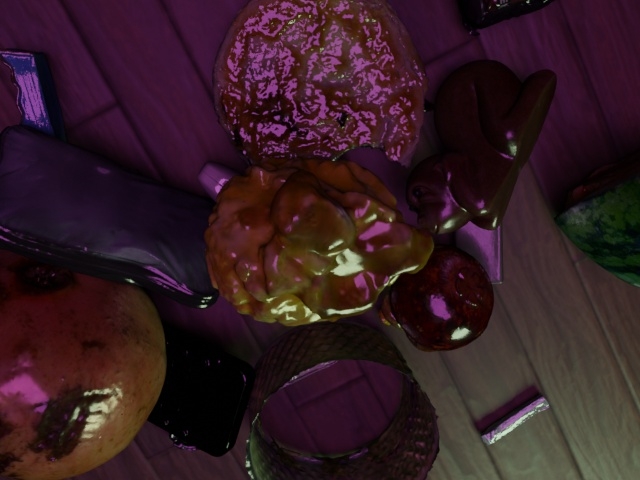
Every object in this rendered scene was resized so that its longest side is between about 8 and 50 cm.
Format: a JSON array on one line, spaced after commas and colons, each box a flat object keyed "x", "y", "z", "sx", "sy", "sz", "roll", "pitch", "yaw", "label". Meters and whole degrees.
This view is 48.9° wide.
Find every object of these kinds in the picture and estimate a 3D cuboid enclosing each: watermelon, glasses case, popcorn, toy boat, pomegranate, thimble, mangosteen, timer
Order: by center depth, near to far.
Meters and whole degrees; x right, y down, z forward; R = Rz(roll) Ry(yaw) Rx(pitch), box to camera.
[{"x": 0.000, "y": 0.000, "z": 0.834, "sx": 0.251, "sy": 0.237, "sz": 0.205, "roll": 1, "pitch": 87, "yaw": 31, "label": "popcorn"}, {"x": -0.360, "y": 0.145, "z": 0.898, "sx": 0.322, "sy": 0.322, "sz": 0.322, "roll": -1, "pitch": 104, "yaw": -4, "label": "pomegranate"}, {"x": -0.390, "y": -0.162, "z": 0.932, "sx": 0.077, "sy": 0.075, "sz": 0.185, "roll": -10, "pitch": 110, "yaw": -4, "label": "toy boat"}, {"x": -0.070, "y": -0.031, "z": 0.980, "sx": 0.233, "sy": 0.092, "sz": 0.059, "roll": 37, "pitch": 92, "yaw": -11, "label": "glasses case"}, {"x": 0.164, "y": 0.088, "z": 1.000, "sx": 0.146, "sy": 0.181, "sz": 0.156, "roll": 12, "pitch": 61, "yaw": -4, "label": "mangosteen"}, {"x": 0.491, "y": -0.006, "z": 1.005, "sx": 0.222, "sy": 0.319, "sz": 0.292, "roll": -31, "pitch": 100, "yaw": 40, "label": "watermelon"}, {"x": 0.022, "y": 0.257, "z": 1.017, "sx": 0.271, "sy": 0.150, "sz": 0.270, "roll": -3, "pitch": 108, "yaw": -8, "label": "thimble"}, {"x": -0.191, "y": 0.212, "z": 1.022, "sx": 0.187, "sy": 0.055, "sz": 0.144, "roll": 22, "pitch": 105, "yaw": 19, "label": "timer"}, {"x": 0.229, "y": -0.028, "z": 1.027, "sx": 0.072, "sy": 0.042, "sz": 0.190, "roll": -3, "pitch": 105, "yaw": 5, "label": "glasses case"}]

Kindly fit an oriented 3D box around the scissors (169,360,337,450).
[{"x": -0.101, "y": 0.235, "z": 1.083, "sx": 0.300, "sy": 0.022, "sz": 0.109, "roll": -22, "pitch": 109, "yaw": 2, "label": "scissors"}]

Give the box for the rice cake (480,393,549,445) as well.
[{"x": 0.310, "y": 0.287, "z": 1.124, "sx": 0.121, "sy": 0.021, "sz": 0.022, "roll": -35, "pitch": 94, "yaw": 6, "label": "rice cake"}]

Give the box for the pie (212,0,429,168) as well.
[{"x": 0.001, "y": -0.197, "z": 0.934, "sx": 0.303, "sy": 0.067, "sz": 0.302, "roll": -1, "pitch": 104, "yaw": -4, "label": "pie"}]

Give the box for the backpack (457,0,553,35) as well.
[{"x": 0.253, "y": -0.352, "z": 0.912, "sx": 0.165, "sy": 0.106, "sz": 0.120, "roll": -22, "pitch": 100, "yaw": 5, "label": "backpack"}]

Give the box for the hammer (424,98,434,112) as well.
[{"x": 0.076, "y": -0.179, "z": 0.988, "sx": 0.178, "sy": 0.021, "sz": 0.065, "roll": -11, "pitch": 104, "yaw": -2, "label": "hammer"}]

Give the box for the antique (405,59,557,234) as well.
[{"x": 0.200, "y": -0.123, "z": 0.934, "sx": 0.143, "sy": 0.121, "sz": 0.257, "roll": 20, "pitch": 84, "yaw": 22, "label": "antique"}]

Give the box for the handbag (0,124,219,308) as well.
[{"x": -0.257, "y": -0.029, "z": 0.889, "sx": 0.332, "sy": 0.191, "sz": 0.075, "roll": 20, "pitch": 130, "yaw": -25, "label": "handbag"}]
